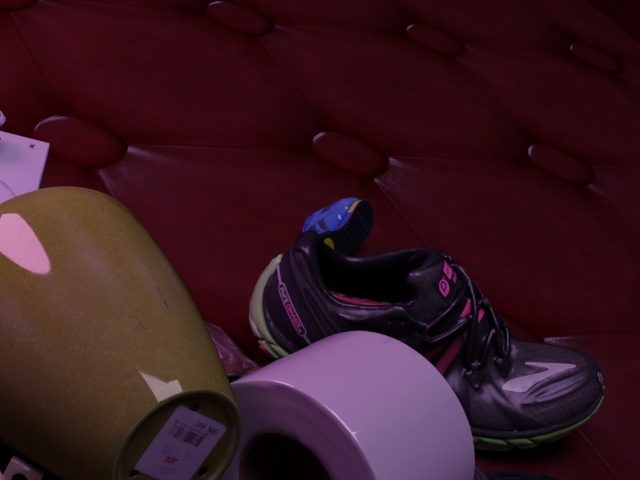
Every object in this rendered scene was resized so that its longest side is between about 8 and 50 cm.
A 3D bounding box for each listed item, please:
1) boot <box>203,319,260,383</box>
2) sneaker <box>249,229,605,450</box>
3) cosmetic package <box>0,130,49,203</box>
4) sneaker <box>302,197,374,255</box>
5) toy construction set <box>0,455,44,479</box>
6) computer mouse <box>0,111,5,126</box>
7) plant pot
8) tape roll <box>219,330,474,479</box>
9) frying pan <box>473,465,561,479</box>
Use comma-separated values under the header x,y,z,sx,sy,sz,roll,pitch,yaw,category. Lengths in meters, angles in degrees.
x,y,z,sx,sy,sz,roll,pitch,yaw,category
-0.137,0.142,1.536,0.114,0.037,0.106,44,24,28,boot
0.151,0.123,1.588,0.483,0.202,0.185,17,31,-7,sneaker
-0.549,-0.068,1.555,0.377,0.097,0.284,14,28,-14,cosmetic package
0.000,0.000,1.841,0.082,0.069,0.209,0,28,32,sneaker
-0.260,0.326,1.078,0.215,0.151,0.327,-7,25,1,toy construction set
-0.497,-0.141,1.574,0.193,0.042,0.106,-7,34,-32,computer mouse
-0.213,0.129,1.221,0.275,0.274,0.293,-5,28,-38,plant pot
0.015,0.233,1.286,0.246,0.246,0.169,37,33,25,tape roll
0.152,0.272,1.503,0.197,0.053,0.326,38,17,33,frying pan
